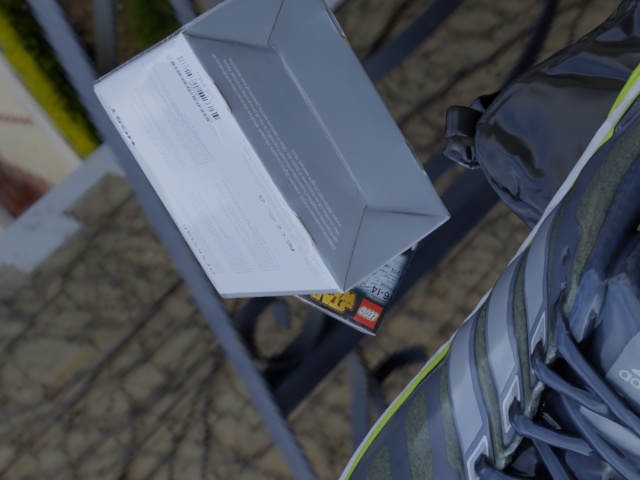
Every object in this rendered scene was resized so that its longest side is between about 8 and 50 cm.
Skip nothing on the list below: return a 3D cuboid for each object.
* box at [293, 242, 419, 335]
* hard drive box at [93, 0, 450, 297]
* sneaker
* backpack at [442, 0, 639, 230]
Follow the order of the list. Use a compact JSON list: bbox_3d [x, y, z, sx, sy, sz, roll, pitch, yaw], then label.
[{"bbox_3d":[0.000,0.000,1.179,0.137,0.094,0.027,27,173,-15],"label":"box"},{"bbox_3d":[-0.041,-0.060,1.012,0.181,0.089,0.232,59,160,-10],"label":"hard drive box"},{"bbox_3d":[0.077,0.048,0.450,0.111,0.300,0.121,29,-178,8],"label":"sneaker"},{"bbox_3d":[0.145,-0.027,0.657,0.115,0.152,0.182,62,-173,23],"label":"backpack"}]
